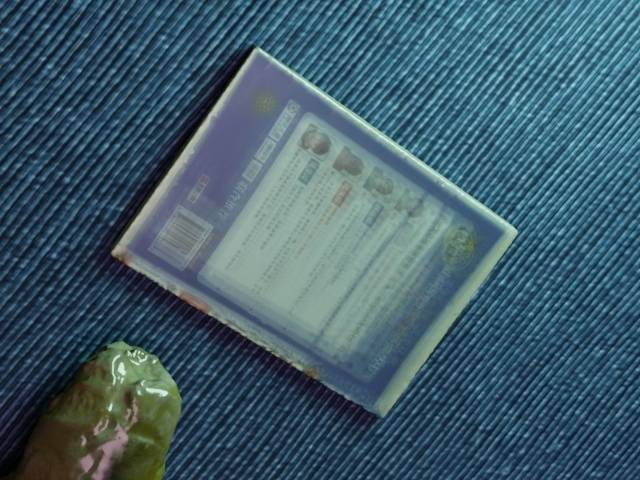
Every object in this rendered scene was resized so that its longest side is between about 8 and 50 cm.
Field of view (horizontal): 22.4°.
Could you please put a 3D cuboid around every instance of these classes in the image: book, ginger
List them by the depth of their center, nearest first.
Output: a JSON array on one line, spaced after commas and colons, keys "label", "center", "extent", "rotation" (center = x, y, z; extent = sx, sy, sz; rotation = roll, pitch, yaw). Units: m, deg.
[{"label": "ginger", "center": [-0.216, 0.213, 1.418], "extent": [0.263, 0.109, 0.116], "rotation": [-51, 144, 3]}, {"label": "book", "center": [0.000, 0.000, 1.472], "extent": [0.322, 0.018, 0.228], "rotation": [34, 95, -25]}]
